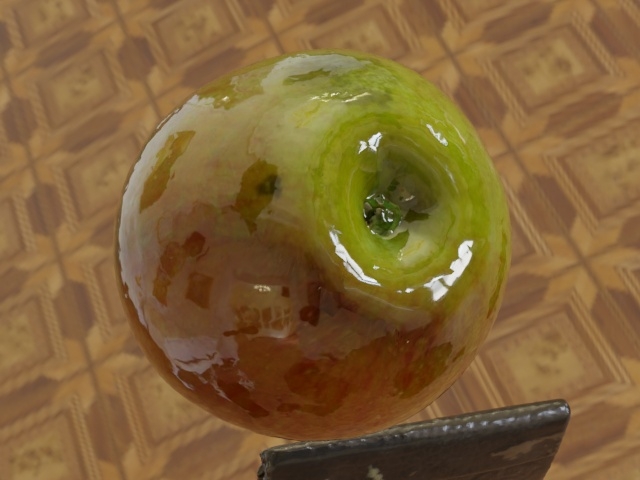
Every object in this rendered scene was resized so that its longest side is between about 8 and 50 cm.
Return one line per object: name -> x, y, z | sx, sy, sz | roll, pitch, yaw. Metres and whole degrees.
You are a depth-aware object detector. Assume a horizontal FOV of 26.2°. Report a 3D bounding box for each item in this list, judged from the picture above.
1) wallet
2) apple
wallet -> 0.087, 0.236, 1.367 | 0.321, 0.170, 0.044 | -8, 52, -19
apple -> 0.000, 0.000, 0.668 | 0.196, 0.196, 0.196 | -11, 52, 15
